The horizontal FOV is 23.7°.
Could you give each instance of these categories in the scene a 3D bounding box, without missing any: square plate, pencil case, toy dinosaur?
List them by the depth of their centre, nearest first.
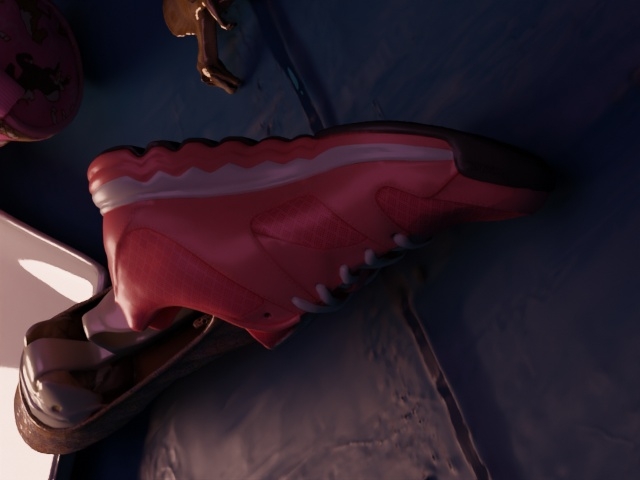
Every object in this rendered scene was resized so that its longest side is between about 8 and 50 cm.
[{"bbox_3d":[-0.097,-0.203,1.171,0.092,0.053,0.183,-41,59,40],"label":"toy dinosaur"},{"bbox_3d":[-0.387,-0.102,1.355,0.386,0.160,0.167,-23,65,31],"label":"pencil case"},{"bbox_3d":[-0.307,0.133,1.382,0.347,0.049,0.344,26,107,46],"label":"square plate"}]

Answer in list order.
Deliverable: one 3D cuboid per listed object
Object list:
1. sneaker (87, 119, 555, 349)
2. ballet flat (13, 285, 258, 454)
[{"bbox_3d":[0.000,0.000,0.971,0.314,0.116,0.136,-3,88,25],"label":"sneaker"},{"bbox_3d":[-0.154,0.073,1.136,0.316,0.106,0.107,-34,68,30],"label":"ballet flat"}]
